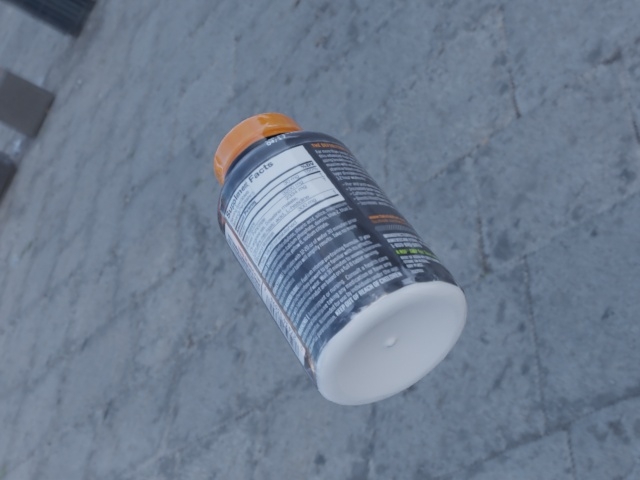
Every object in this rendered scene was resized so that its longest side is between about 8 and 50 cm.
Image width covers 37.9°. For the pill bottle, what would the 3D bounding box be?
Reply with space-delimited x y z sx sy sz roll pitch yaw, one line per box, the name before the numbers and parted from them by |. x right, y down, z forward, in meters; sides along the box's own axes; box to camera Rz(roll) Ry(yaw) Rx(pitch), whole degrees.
pill bottle | 0.000 0.000 0.743 0.130 0.130 0.245 -52 49 21
